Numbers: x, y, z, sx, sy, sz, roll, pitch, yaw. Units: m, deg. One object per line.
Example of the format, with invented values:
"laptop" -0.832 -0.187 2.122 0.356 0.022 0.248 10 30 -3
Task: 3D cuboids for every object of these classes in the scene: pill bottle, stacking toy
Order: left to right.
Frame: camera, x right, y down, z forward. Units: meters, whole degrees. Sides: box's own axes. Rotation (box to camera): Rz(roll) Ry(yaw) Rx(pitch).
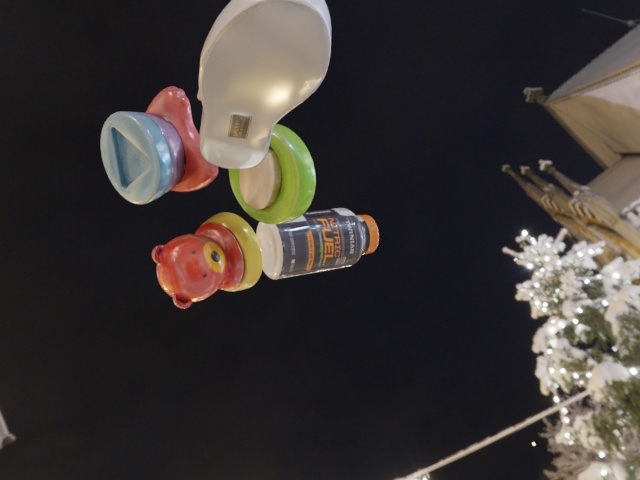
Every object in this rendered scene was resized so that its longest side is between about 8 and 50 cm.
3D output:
"stacking toy" -0.172 -0.083 0.682 0.279 0.309 0.130 -40 -9 40
"pill bottle" 0.000 0.000 1.070 0.246 0.130 0.130 -8 -53 -29

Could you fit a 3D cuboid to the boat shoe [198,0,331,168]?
"boat shoe" -0.049 -0.129 0.389 0.080 0.076 0.228 6 -17 -13
